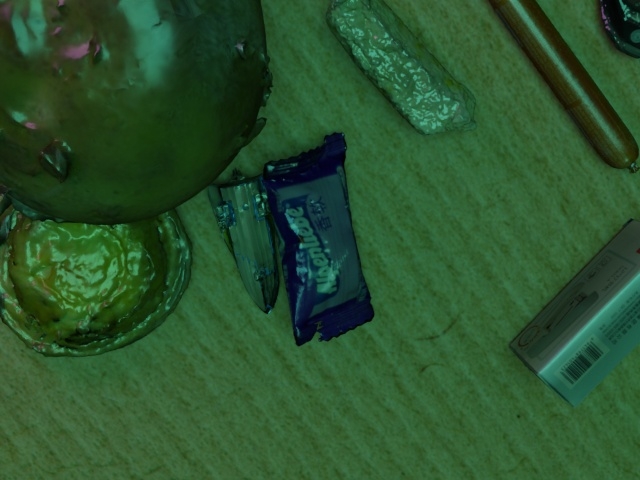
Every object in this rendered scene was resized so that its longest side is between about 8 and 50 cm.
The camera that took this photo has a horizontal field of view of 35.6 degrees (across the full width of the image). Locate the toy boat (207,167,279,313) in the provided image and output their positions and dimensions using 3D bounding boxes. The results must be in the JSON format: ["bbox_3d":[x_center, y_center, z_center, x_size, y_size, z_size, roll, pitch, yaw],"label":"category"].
[{"bbox_3d":[-0.094,0.006,1.361,0.084,0.066,0.210,-14,109,-6],"label":"toy boat"}]

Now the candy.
[{"bbox_3d":[0.000,0.000,1.346,0.145,0.070,0.275,-18,105,-34],"label":"candy"}]

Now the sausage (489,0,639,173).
[{"bbox_3d":[0.331,-0.229,1.360,0.053,0.053,0.347,-38,100,2],"label":"sausage"}]

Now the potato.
[{"bbox_3d":[-0.242,-0.242,1.113,0.385,0.319,0.442,-36,104,-28],"label":"potato"}]

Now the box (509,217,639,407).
[{"bbox_3d":[0.394,0.095,1.381,0.079,0.135,0.269,43,94,-13],"label":"box"}]

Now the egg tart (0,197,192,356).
[{"bbox_3d":[-0.318,0.026,1.320,0.291,0.107,0.290,-1,99,-6],"label":"egg tart"}]

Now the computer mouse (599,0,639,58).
[{"bbox_3d":[0.429,-0.345,1.346,0.106,0.062,0.192,-11,106,-4],"label":"computer mouse"}]

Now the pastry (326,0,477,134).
[{"bbox_3d":[0.107,-0.235,1.317,0.089,0.121,0.258,-34,109,27],"label":"pastry"}]
